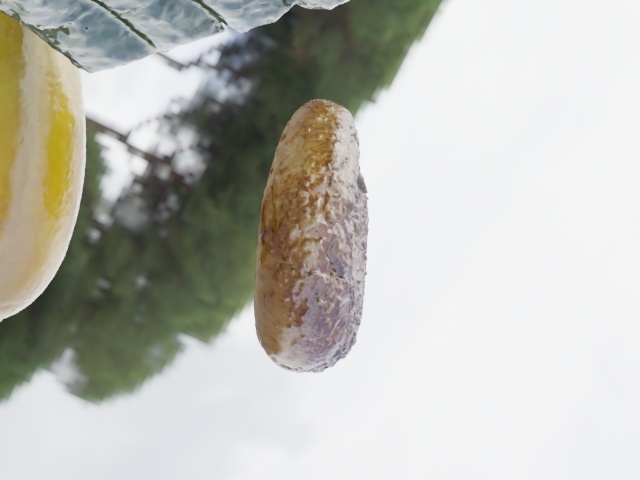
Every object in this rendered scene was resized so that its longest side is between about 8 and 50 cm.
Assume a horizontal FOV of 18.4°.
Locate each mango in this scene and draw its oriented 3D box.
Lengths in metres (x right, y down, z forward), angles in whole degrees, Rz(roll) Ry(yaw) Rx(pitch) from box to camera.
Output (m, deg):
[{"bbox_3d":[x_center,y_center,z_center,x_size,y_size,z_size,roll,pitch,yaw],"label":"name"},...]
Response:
[{"bbox_3d":[-0.229,-0.081,1.281,0.176,0.119,0.317,21,-67,37],"label":"mango"}]

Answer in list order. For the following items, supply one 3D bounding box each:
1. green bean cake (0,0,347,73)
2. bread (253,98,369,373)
[{"bbox_3d":[-0.044,-0.165,0.704,0.181,0.094,0.173,-10,-109,23],"label":"green bean cake"},{"bbox_3d":[0.000,0.000,1.299,0.193,0.063,0.193,6,90,-82],"label":"bread"}]
